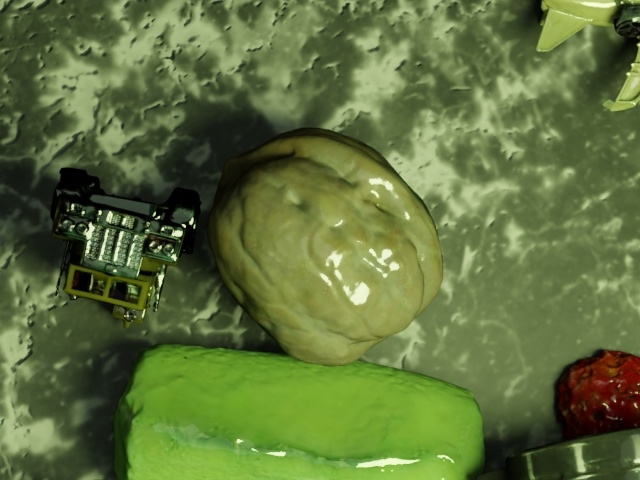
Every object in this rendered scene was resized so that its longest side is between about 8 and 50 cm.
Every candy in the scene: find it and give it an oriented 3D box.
[{"bbox_3d":[-0.019,0.182,1.482,0.343,0.142,0.132,8,126,-6],"label":"candy"}]

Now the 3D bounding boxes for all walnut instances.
[{"bbox_3d":[0.000,0.000,1.461,0.224,0.224,0.224,1,82,-6],"label":"walnut"}]

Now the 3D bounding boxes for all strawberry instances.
[{"bbox_3d":[0.330,0.199,1.516,0.236,0.111,0.190,42,82,2],"label":"strawberry"}]

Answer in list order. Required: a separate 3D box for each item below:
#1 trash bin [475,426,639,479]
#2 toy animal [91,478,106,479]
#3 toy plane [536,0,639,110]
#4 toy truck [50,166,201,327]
[{"bbox_3d":[0.276,0.315,1.357,0.252,0.203,0.302,-13,77,17],"label":"trash bin"},{"bbox_3d":[-0.171,0.417,1.421,0.188,0.266,0.308,-31,129,5],"label":"toy animal"},{"bbox_3d":[0.327,-0.234,1.590,0.244,0.092,0.229,-2,68,-3],"label":"toy plane"},{"bbox_3d":[-0.176,0.007,1.418,0.127,0.257,0.127,14,84,-5],"label":"toy truck"}]
